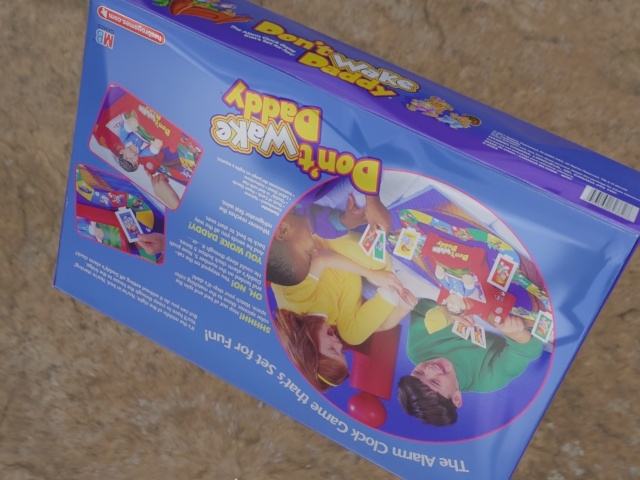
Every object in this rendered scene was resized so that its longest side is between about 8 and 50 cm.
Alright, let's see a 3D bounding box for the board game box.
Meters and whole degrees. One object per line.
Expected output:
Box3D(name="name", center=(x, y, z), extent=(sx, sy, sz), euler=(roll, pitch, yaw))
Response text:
Box3D(name="board game box", center=(0.000, 0.000, 0.608), extent=(0.347, 0.233, 0.078), euler=(27, 34, 14))
